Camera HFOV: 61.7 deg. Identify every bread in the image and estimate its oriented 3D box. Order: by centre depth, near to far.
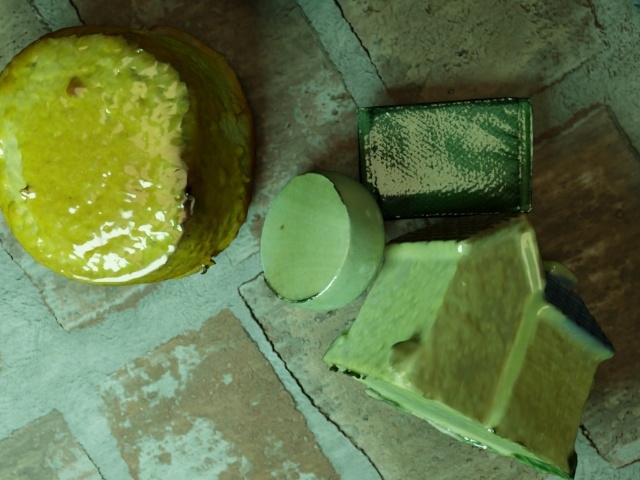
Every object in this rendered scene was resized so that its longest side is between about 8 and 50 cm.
[{"bbox_3d":[-0.260,-0.116,0.712,0.336,0.204,0.359,0,97,1],"label":"bread"}]

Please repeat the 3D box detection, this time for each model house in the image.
[{"bbox_3d":[0.198,0.117,0.708,0.321,0.261,0.266,32,75,-20],"label":"model house"}]

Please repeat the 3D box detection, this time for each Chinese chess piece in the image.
[{"bbox_3d":[0.000,0.000,0.719,0.188,0.083,0.189,-11,74,44],"label":"Chinese chess piece"}]

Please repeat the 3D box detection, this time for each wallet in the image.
[{"bbox_3d":[0.171,-0.111,0.743,0.236,0.055,0.160,-3,103,2],"label":"wallet"}]

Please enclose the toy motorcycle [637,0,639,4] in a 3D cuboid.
[{"bbox_3d":[0.572,-0.377,0.633,0.223,0.108,0.341,41,107,7],"label":"toy motorcycle"}]
